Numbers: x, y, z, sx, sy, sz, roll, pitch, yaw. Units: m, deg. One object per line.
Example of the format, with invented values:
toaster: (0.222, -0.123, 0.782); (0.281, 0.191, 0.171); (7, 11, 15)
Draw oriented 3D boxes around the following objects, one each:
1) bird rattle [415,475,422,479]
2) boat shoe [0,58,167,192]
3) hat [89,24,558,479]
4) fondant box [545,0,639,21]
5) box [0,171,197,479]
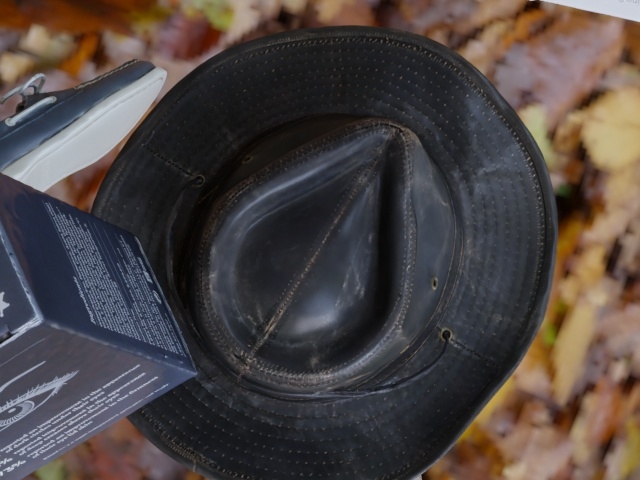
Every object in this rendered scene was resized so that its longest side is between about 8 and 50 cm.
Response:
bird rattle: (0.008, 0.187, 1.548); (0.143, 0.207, 0.253); (-3, 76, -40)
boat shoe: (-0.238, -0.088, 1.599); (0.254, 0.079, 0.095); (-41, 164, -26)
hat: (0.000, 0.000, 1.197); (0.331, 0.331, 0.134); (-63, 176, -10)
fondant box: (0.118, -0.287, 0.950); (0.096, 0.238, 0.330); (-55, 154, -51)
box: (-0.193, 0.055, 1.102); (0.153, 0.108, 0.207); (-31, 159, 11)
